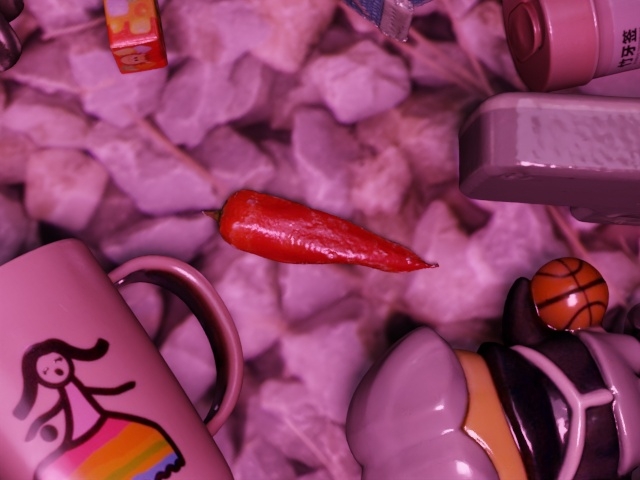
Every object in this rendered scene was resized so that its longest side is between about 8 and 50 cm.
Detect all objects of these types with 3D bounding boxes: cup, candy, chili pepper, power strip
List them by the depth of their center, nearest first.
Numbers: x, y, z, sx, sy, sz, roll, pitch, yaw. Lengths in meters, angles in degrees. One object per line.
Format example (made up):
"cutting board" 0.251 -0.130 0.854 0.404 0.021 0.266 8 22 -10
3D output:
"cup" -0.149 0.119 0.729 0.253 0.191 0.200 -35 86 -35
"power strip" 0.222 -0.049 0.764 0.265 0.193 0.059 3 83 -3
"chili pepper" 0.000 0.000 0.826 0.178 0.027 0.045 16 78 -2
"candy" -0.141 -0.190 0.836 0.038 0.062 0.122 -10 81 -3

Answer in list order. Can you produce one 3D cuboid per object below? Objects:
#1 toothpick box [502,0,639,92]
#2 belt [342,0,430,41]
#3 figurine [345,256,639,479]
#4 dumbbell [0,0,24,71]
"toothpick box" 0.219 -0.170 0.834 0.149 0.098 0.098 -13 81 -7
"belt" 0.045 -0.257 0.850 0.163 0.082 0.147 40 84 5
"figurine" 0.133 0.111 0.763 0.236 0.133 0.176 -16 72 -8
"dumbbell" -0.321 -0.145 0.754 0.290 0.192 0.192 -43 85 -9
